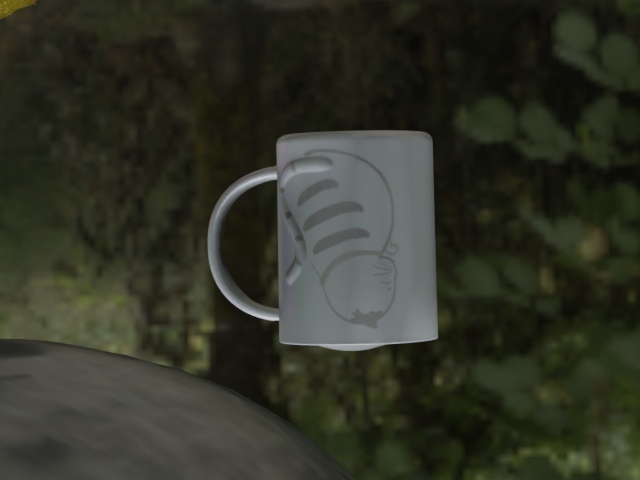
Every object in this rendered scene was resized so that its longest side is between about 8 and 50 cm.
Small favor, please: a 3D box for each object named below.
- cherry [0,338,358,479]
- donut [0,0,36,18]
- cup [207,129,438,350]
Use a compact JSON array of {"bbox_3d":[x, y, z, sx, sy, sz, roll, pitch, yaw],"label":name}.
[{"bbox_3d":[-0.079,0.143,0.504,0.255,0.218,0.296,36,-154,16],"label":"cherry"},{"bbox_3d":[-0.275,-0.255,1.345,0.272,0.272,0.107,-9,-155,39],"label":"donut"},{"bbox_3d":[0.004,0.000,1.229,0.136,0.133,0.099,-1,-178,-14],"label":"cup"}]
